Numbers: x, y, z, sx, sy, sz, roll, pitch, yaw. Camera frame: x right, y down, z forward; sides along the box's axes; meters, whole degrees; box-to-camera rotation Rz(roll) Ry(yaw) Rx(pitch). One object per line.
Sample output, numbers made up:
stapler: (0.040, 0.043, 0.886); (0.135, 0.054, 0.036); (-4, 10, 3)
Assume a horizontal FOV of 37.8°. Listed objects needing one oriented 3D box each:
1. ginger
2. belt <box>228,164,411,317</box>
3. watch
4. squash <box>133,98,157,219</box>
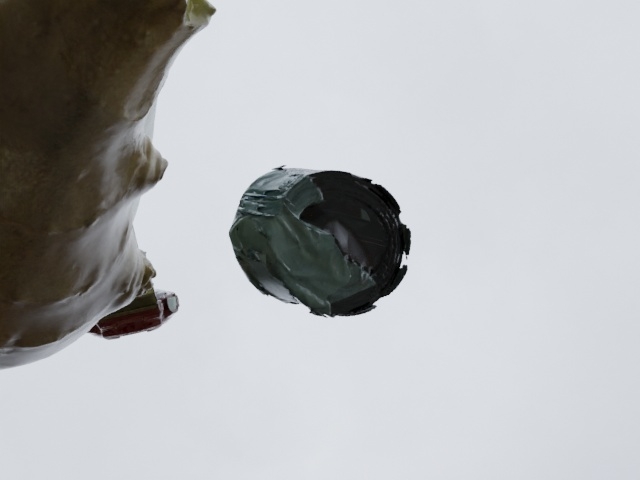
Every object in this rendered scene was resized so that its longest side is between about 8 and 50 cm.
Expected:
ginger: (-0.202, -0.052, 0.546); (0.236, 0.166, 0.375); (14, -54, -8)
belt: (0.000, 0.000, 0.671); (0.140, 0.058, 0.105); (18, -95, -40)
watch: (-0.219, -0.033, 0.955); (0.102, 0.165, 0.268); (-13, -96, -12)
squash: (-0.174, -0.124, 0.721); (0.093, 0.169, 0.252); (-24, -26, -31)
